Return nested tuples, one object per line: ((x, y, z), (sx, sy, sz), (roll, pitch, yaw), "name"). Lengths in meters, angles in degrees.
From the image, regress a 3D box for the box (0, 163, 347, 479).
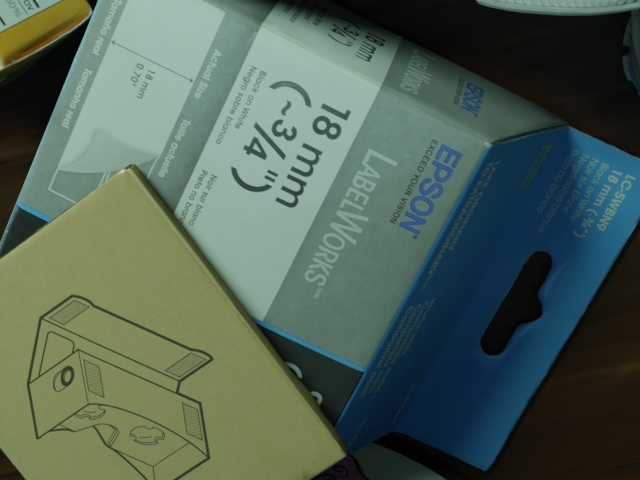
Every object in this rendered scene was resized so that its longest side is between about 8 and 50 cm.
((-0.108, 0.082, 0.874), (0.164, 0.021, 0.201), (-34, 99, 13), "box")

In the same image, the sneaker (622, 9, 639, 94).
((0.195, -0.154, 0.831), (0.071, 0.083, 0.190), (-2, 110, 11), "sneaker")

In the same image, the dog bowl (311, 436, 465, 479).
((-0.035, 0.326, 1.024), (0.408, 0.150, 0.407), (3, 113, 7), "dog bowl")

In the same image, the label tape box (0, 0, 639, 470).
((0.000, 0.000, 0.909), (0.334, 0.106, 0.240), (26, 114, -2), "label tape box")

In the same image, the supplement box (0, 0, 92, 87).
((-0.227, -0.191, 0.852), (0.078, 0.080, 0.233), (-26, 97, 51), "supplement box")

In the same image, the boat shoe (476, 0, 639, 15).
((0.048, -0.195, 0.815), (0.335, 0.119, 0.121), (10, 109, 11), "boat shoe")
